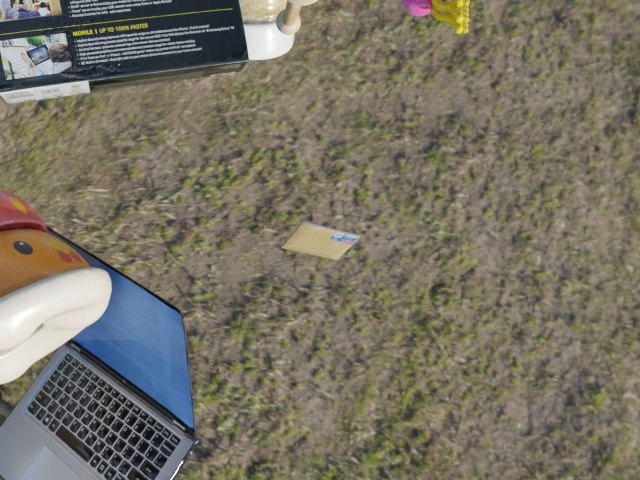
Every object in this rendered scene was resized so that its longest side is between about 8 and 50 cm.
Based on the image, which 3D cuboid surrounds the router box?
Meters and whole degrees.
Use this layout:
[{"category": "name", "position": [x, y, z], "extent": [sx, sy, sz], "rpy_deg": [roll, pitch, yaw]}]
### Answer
[{"category": "router box", "position": [-0.151, -0.179, 0.580], "extent": [0.178, 0.046, 0.133], "rpy_deg": [-10, 92, -15]}]

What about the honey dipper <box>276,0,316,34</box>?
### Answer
[{"category": "honey dipper", "position": [-0.016, -0.152, 0.500], "extent": [0.030, 0.160, 0.031], "rpy_deg": [-1, 95, -7]}]

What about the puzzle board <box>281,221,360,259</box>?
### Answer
[{"category": "puzzle board", "position": [0.000, 0.000, 1.573], "extent": [0.128, 0.096, 0.011], "rpy_deg": [12, 54, -25]}]

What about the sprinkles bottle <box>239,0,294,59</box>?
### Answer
[{"category": "sprinkles bottle", "position": [-0.077, -0.401, 0.951], "extent": [0.121, 0.121, 0.356], "rpy_deg": [-13, 130, -26]}]

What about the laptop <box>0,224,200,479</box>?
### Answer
[{"category": "laptop", "position": [-0.411, 0.254, 1.330], "extent": [0.408, 0.381, 0.236], "rpy_deg": [-56, 145, -12]}]

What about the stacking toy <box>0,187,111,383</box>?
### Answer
[{"category": "stacking toy", "position": [-0.568, -0.022, 1.184], "extent": [0.350, 0.350, 0.480], "rpy_deg": [-30, 84, -24]}]

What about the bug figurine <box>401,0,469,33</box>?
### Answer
[{"category": "bug figurine", "position": [0.090, -0.308, 0.671], "extent": [0.072, 0.216, 0.279], "rpy_deg": [0, 59, 10]}]
